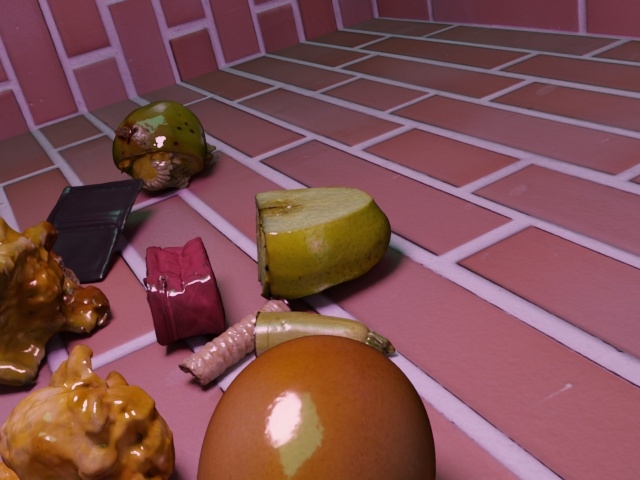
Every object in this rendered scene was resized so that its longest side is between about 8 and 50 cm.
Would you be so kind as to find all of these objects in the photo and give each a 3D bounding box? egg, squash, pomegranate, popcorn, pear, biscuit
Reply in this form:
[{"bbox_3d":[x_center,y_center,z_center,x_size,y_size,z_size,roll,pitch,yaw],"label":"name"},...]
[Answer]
[{"bbox_3d":[-0.004,0.247,0.742,0.250,0.250,0.322,-6,36,15],"label":"egg"},{"bbox_3d":[0.006,0.162,1.110,0.224,0.094,0.094,1,29,10],"label":"squash"},{"bbox_3d":[-0.424,-0.258,1.966,0.260,0.260,0.340,1,1,27],"label":"pomegranate"},{"bbox_3d":[-0.306,0.261,0.918,0.190,0.191,0.253,-29,30,-30],"label":"popcorn"},{"bbox_3d":[0.000,0.000,1.328,0.292,0.159,0.292,-8,20,3],"label":"pear"},{"bbox_3d":[-0.584,0.112,1.283,0.290,0.326,0.321,-13,-15,13],"label":"popcorn"},{"bbox_3d":[-0.136,0.165,1.178,0.061,0.055,0.219,27,45,33],"label":"biscuit"}]

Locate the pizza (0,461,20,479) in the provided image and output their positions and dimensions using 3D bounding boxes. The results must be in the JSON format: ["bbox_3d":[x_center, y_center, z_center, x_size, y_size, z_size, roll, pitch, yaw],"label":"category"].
[{"bbox_3d":[-0.417,0.340,0.991,0.160,0.036,0.099,-11,26,5],"label":"pizza"}]

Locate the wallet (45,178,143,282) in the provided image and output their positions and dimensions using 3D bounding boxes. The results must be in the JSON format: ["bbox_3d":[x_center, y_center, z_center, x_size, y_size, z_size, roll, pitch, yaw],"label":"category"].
[{"bbox_3d":[-0.571,-0.023,1.677,0.247,0.041,0.323,-6,46,19],"label":"wallet"}]

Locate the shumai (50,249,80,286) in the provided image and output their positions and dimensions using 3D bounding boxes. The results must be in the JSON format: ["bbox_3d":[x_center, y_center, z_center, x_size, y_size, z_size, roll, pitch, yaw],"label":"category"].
[{"bbox_3d":[-0.603,0.072,1.505,0.145,0.116,0.145,-8,36,6],"label":"shumai"}]

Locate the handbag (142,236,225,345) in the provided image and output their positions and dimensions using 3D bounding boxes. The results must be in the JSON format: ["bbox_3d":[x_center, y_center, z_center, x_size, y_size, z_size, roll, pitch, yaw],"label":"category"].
[{"bbox_3d":[-0.254,0.090,1.286,0.135,0.146,0.225,-12,25,-10],"label":"handbag"}]
